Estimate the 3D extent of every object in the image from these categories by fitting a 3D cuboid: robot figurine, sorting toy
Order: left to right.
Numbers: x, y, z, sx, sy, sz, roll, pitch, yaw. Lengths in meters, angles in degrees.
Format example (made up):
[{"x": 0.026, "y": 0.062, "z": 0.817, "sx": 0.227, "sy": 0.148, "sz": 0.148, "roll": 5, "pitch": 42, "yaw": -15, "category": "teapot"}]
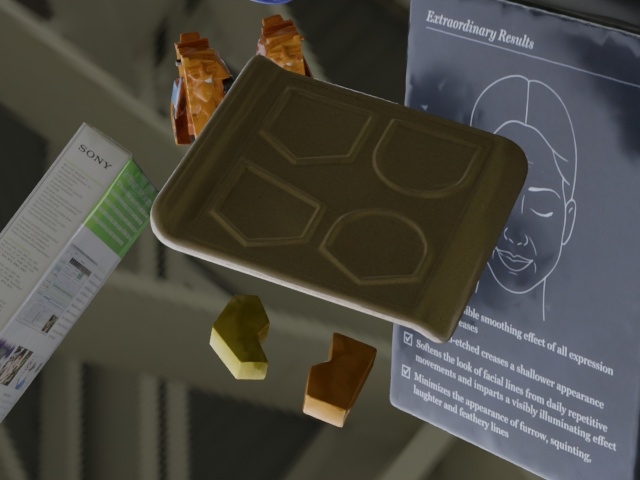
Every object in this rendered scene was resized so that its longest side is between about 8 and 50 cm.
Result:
[{"x": -0.081, "y": -0.115, "z": 2.361, "sx": 0.211, "sy": 0.291, "sz": 0.085, "roll": -12, "pitch": -145, "yaw": -9, "category": "robot figurine"}, {"x": 0.000, "y": 0.000, "z": 1.421, "sx": 0.229, "sy": 0.041, "sz": 0.307, "roll": 21, "pitch": -134, "yaw": 9, "category": "sorting toy"}]

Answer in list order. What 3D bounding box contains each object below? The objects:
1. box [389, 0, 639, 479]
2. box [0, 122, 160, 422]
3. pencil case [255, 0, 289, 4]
[{"x": 0.235, "y": -0.017, "z": 1.666, "sx": 0.212, "sy": 0.395, "sz": 0.293, "roll": -14, "pitch": -155, "yaw": -38, "category": "box"}, {"x": -0.264, "y": 0.057, "z": 1.755, "sx": 0.058, "sy": 0.322, "sz": 0.232, "roll": 37, "pitch": 175, "yaw": 7, "category": "box"}, {"x": 0.006, "y": -0.366, "z": 1.949, "sx": 0.133, "sy": 0.306, "sz": 0.119, "roll": 5, "pitch": -130, "yaw": -41, "category": "pencil case"}]
